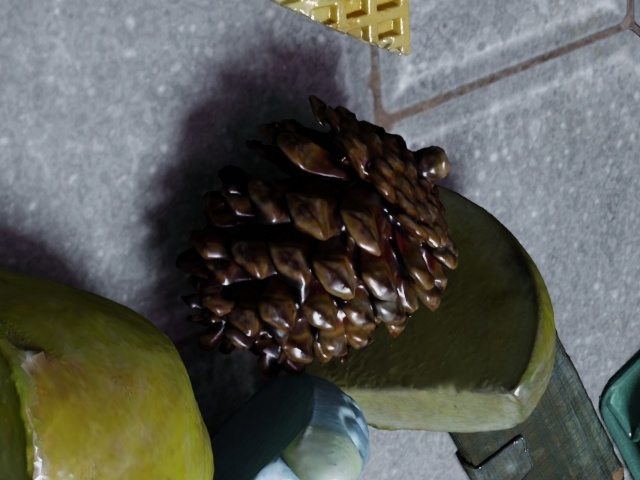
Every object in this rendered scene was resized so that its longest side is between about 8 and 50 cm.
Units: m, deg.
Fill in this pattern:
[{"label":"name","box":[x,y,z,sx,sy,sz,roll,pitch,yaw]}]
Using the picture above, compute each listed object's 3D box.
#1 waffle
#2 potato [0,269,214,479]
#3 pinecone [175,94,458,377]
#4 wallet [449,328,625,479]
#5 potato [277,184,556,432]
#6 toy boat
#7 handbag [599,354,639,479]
[{"label":"waffle","box":[-0.003,-0.197,1.677,0.191,0.032,0.125,-21,125,-28]},{"label":"potato","box":[-0.185,0.138,1.488,0.280,0.330,0.213,-12,161,-49]},{"label":"pinecone","box":[0.000,0.000,1.650,0.272,0.224,0.224,-39,135,14]},{"label":"wallet","box":[0.227,0.208,2.043,0.169,0.044,0.317,-41,130,-14]},{"label":"potato","box":[0.126,0.111,1.771,0.269,0.255,0.112,-53,132,-6]},{"label":"toy boat","box":[-0.034,0.228,1.656,0.123,0.330,0.215,41,88,-8]},{"label":"handbag","box":[0.483,0.168,2.203,0.326,0.089,0.238,-42,131,-17]}]
